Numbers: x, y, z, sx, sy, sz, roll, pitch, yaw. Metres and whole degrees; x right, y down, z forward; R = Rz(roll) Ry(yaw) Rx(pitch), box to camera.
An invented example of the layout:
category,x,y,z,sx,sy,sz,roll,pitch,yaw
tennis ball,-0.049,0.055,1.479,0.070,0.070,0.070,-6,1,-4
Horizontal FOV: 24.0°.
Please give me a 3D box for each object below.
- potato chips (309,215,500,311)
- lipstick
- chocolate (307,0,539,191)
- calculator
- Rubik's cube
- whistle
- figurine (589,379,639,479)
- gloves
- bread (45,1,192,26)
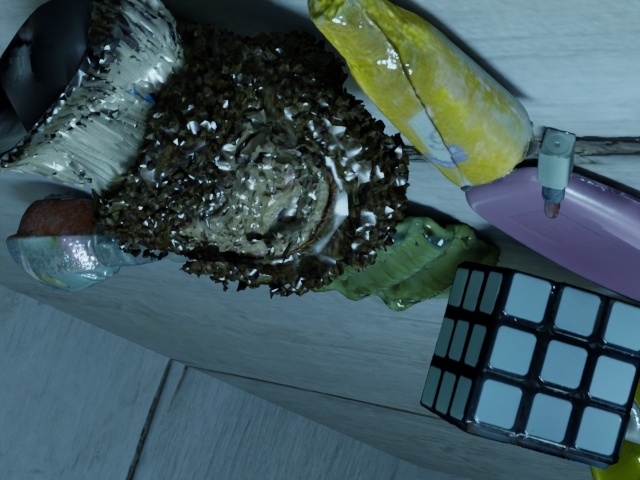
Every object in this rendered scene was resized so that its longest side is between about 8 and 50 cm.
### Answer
category,x,y,z,sx,sy,sz,roll,pitch,yaw
potato chips,0.000,0.000,1.664,0.358,0.070,0.429,18,169,-10
lipstick,0.187,-0.048,1.202,0.025,0.025,0.107,13,152,14
chocolate,0.063,-0.115,1.047,0.086,0.085,0.219,7,160,42
calculator,0.262,0.003,1.335,0.294,0.043,0.194,24,167,-19
Rubik's cube,0.208,0.118,1.468,0.160,0.163,0.162,16,177,-12
whistle,-0.277,-0.002,1.951,0.346,0.133,0.142,-3,154,37
figurine,0.412,0.152,1.607,0.283,0.204,0.338,34,149,-29
gloves,-0.079,-0.073,1.090,0.312,0.210,0.135,32,-172,-27
bread,-0.146,-0.115,1.251,0.186,0.124,0.257,9,165,13
